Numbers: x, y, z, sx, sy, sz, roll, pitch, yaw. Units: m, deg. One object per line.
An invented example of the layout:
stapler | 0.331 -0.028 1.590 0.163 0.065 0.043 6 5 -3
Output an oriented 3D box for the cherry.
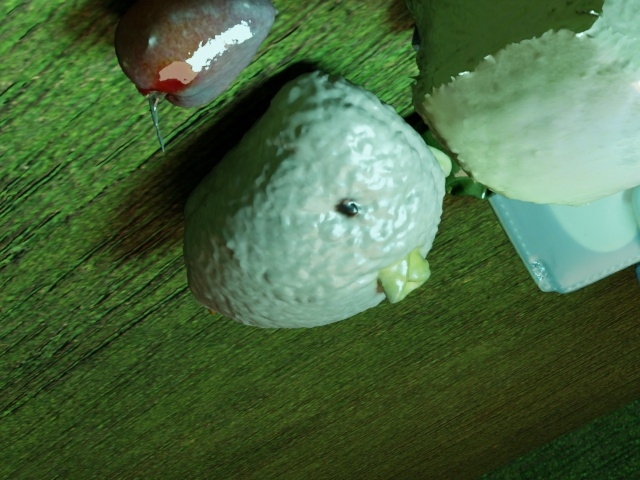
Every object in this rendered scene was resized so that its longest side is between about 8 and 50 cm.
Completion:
cherry | -0.101 -0.153 1.260 0.126 0.087 0.106 -36 159 -14

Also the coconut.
coconut | 0.225 -0.191 1.192 0.297 0.297 0.309 -7 165 -38

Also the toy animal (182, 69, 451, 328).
toy animal | -0.009 -0.011 1.593 0.226 0.188 0.358 21 145 -22

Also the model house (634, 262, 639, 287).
model house | 0.700 0.038 2.412 0.334 0.342 0.382 -42 163 30

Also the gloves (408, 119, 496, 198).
gloves | 0.179 -0.106 1.688 0.268 0.135 0.107 -7 -152 11

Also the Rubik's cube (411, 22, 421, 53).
Rubik's cube | 0.135 -0.182 1.431 0.093 0.111 0.111 1 178 36

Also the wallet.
wallet | 0.359 -0.096 1.776 0.360 0.252 0.083 -25 -158 13
